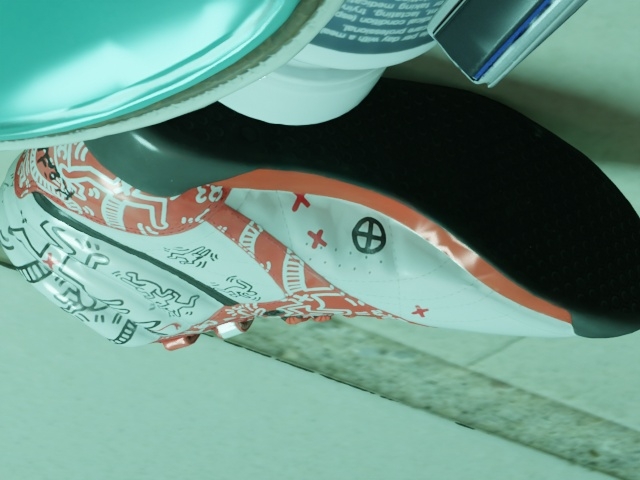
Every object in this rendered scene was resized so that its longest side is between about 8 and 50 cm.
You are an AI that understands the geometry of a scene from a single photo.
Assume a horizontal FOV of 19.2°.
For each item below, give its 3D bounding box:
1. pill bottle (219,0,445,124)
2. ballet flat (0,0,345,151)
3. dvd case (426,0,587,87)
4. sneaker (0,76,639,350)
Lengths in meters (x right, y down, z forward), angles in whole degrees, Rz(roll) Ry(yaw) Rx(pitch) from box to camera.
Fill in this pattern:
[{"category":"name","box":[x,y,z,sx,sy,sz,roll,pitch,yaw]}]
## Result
[{"category":"pill bottle","box":[0.012,-0.116,0.576,0.108,0.108,0.180,7,148,-18]},{"category":"ballet flat","box":[-0.161,-0.091,0.588,0.400,0.139,0.139,-11,150,24]},{"category":"dvd case","box":[0.139,-0.150,0.491,0.029,0.179,0.239,47,139,2]},{"category":"sneaker","box":[-0.001,-0.001,0.795,0.270,0.090,0.145,18,145,-26]}]
